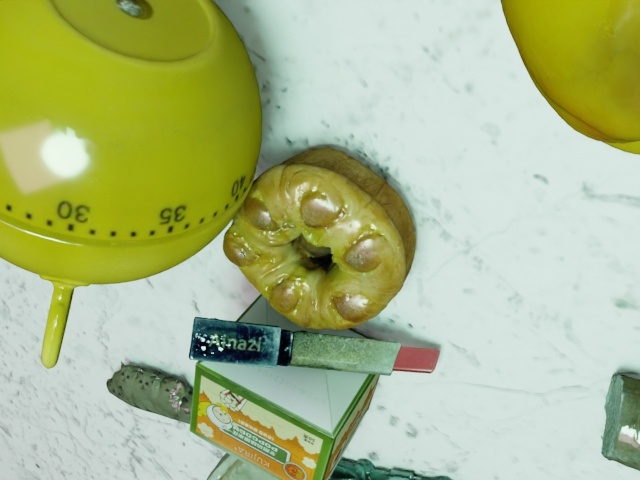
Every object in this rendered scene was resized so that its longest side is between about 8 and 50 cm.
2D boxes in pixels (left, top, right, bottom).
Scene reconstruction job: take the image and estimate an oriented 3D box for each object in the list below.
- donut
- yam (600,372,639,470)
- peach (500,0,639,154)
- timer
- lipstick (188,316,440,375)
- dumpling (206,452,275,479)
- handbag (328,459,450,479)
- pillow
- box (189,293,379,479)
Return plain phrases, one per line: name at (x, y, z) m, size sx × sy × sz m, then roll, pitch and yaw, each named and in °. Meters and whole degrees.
donut at (0.001, 0.002, 0.817) m, size 0.226 × 0.114 × 0.227 m, roll 15°, pitch 127°, yaw 21°
yam at (0.426, 0.225, 0.725) m, size 0.259 × 0.106 × 0.106 m, roll 16°, pitch 126°, yaw 20°
peach at (0.260, -0.210, 0.441) m, size 0.288 × 0.289 × 0.308 m, roll -1°, pitch 80°, yaw 30°
timer at (-0.246, -0.096, 0.744) m, size 0.376 × 0.376 × 0.387 m, roll 37°, pitch 134°, yaw 4°
lipstick at (0.001, 0.135, 0.848) m, size 0.312 × 0.051 × 0.051 m, roll 8°, pitch 170°, yaw -11°
dumpling at (-0.093, 0.434, 1.077) m, size 0.243 × 0.227 × 0.175 m, roll 44°, pitch 146°, yaw -7°
handbag at (0.127, 0.470, 1.056) m, size 0.268 × 0.100 × 0.274 m, roll 7°, pitch 123°, yaw 27°
pillow at (-0.273, 0.253, 1.178) m, size 0.241 × 0.051 × 0.093 m, roll 11°, pitch 124°, yaw 27°
box at (-0.042, 0.199, 0.926) m, size 0.194 × 0.177 × 0.148 m, roll 24°, pitch 130°, yaw 15°
